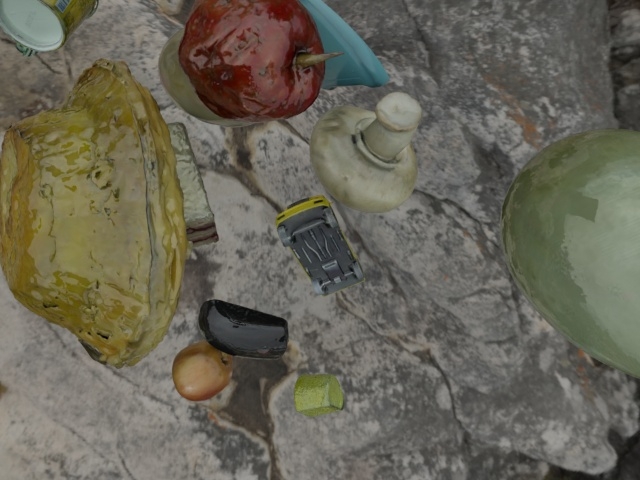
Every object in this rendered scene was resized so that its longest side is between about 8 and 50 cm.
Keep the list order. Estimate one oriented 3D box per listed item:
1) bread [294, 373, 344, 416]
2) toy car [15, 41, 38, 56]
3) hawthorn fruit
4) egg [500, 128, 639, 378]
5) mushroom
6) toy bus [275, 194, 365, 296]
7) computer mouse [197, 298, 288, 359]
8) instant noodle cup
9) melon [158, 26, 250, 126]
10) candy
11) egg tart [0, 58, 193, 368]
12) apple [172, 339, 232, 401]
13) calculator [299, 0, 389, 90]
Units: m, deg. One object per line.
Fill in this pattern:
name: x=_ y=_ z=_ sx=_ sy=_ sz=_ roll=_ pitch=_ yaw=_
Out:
bread: x=-0.006 y=0.418 z=1.516 sx=0.114 sy=0.111 sz=0.129 roll=-10 pitch=156 yaw=24
toy car: x=-0.728 y=-0.569 z=1.382 sx=0.076 sy=0.090 sz=0.224 roll=-14 pitch=87 yaw=-42
hawthorn fruit: x=-0.120 y=-0.327 z=0.993 sx=0.258 sy=0.262 sz=0.258 roll=-17 pitch=136 yaw=-17
egg: x=0.319 y=0.016 z=0.591 sx=0.218 sy=0.296 sz=0.218 roll=-12 pitch=147 yaw=-8
mushroom: x=0.113 y=-0.214 z=1.444 sx=0.314 sy=0.356 sz=0.316 roll=1 pitch=95 yaw=6
toy bus: x=0.000 y=0.000 z=1.426 sx=0.144 sy=0.152 sz=0.330 roll=-22 pitch=137 yaw=7
computer mouse: x=-0.222 y=0.263 z=1.555 sx=0.269 sy=0.100 sz=0.170 roll=15 pitch=140 yaw=-1
instant noodle cup: x=-0.579 y=-0.495 z=1.163 sx=0.182 sy=0.144 sz=0.182 roll=5 pitch=146 yaw=4
melon: x=-0.242 y=-0.387 z=1.310 sx=0.316 sy=0.223 sz=0.223 roll=25 pitch=109 yaw=29
candy: x=-0.374 y=-0.126 z=1.351 sx=0.179 sy=0.321 sz=0.135 roll=-16 pitch=151 yaw=-13
egg tart: x=-0.336 y=-0.032 z=0.773 sx=0.178 sy=0.443 sz=0.444 roll=-4 pitch=113 yaw=-38
apple: x=-0.344 y=0.378 z=1.647 sx=0.199 sy=0.199 sz=0.199 roll=-2 pitch=109 yaw=-6
calculator: x=-0.025 y=-0.463 z=1.282 sx=0.386 sy=0.256 sz=0.055 roll=35 pitch=75 yaw=-41
